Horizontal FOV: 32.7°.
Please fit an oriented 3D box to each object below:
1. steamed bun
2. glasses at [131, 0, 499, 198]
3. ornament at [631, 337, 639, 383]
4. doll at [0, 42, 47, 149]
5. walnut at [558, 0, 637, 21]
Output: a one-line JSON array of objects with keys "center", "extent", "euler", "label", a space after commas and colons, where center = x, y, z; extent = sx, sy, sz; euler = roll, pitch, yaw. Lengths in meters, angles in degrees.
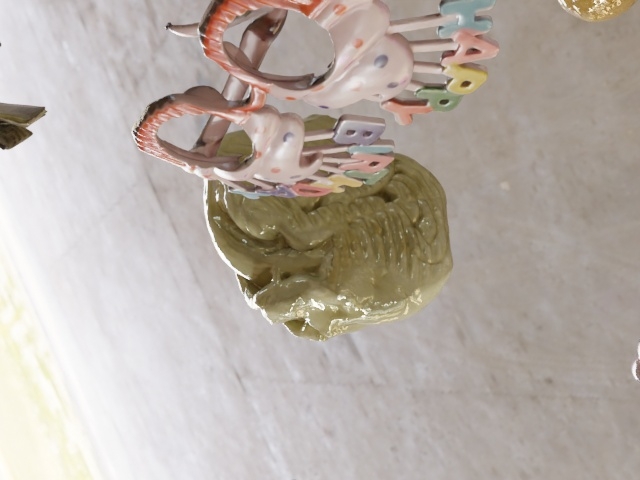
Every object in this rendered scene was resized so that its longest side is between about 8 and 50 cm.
[{"center": [0.000, -0.003, 1.340], "extent": [0.203, 0.289, 0.276], "euler": [100, 170, -57], "label": "steamed bun"}, {"center": [-0.007, -0.098, 0.638], "extent": [0.255, 0.162, 0.095], "euler": [-39, 37, 55], "label": "glasses"}, {"center": [0.714, 0.247, 2.192], "extent": [0.177, 0.177, 0.177], "euler": [52, 157, 34], "label": "ornament"}, {"center": [-0.311, -0.153, 0.843], "extent": [0.221, 0.105, 0.115], "euler": [55, -172, 1], "label": "doll"}, {"center": [0.405, -0.421, 1.611], "extent": [0.197, 0.165, 0.165], "euler": [49, 171, -30], "label": "walnut"}]
